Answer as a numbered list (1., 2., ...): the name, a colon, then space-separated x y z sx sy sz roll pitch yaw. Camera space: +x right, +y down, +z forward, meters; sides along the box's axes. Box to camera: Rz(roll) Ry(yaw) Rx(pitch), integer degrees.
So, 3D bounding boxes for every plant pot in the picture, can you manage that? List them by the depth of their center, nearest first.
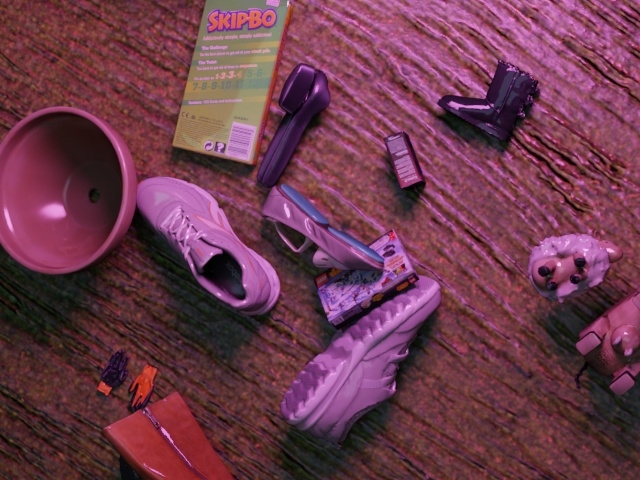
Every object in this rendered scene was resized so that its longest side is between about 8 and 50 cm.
1. plant pot: -0.353 -0.067 1.792 0.237 0.110 0.237 -1 87 21

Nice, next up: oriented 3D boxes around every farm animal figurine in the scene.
1. farm animal figurine: 0.475 0.096 1.614 0.327 0.172 0.330 -25 92 22

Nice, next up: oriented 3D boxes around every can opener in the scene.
1. can opener: -0.043 -0.162 1.772 0.073 0.059 0.186 22 104 -16

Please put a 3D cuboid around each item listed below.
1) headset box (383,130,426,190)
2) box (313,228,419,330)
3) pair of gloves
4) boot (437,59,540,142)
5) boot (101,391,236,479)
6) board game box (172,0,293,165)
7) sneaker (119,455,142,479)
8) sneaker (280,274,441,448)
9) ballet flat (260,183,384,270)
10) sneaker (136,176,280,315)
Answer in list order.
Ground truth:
1. headset box: 0.119 -0.106 1.732 0.032 0.062 0.083 -22 84 11
2. box: 0.062 0.054 1.730 0.137 0.027 0.094 -32 41 9
3. pair of gloves: -0.283 0.205 1.832 0.083 0.010 0.074 26 95 13
4. boot: 0.235 -0.202 1.720 0.121 0.045 0.099 27 96 3
5. boot: -0.199 0.357 1.692 0.280 0.264 0.096 52 131 6
6. board game box: -0.124 -0.248 1.798 0.124 0.039 0.259 14 94 11
7. sneaker: -0.234 0.396 1.755 0.086 0.132 0.228 -27 84 10
8. sneaker: 0.072 0.166 1.735 0.281 0.105 0.115 -46 116 2
9. ballet flat: 0.000 0.000 1.737 0.213 0.072 0.068 38 102 29
10. sneaker: -0.168 0.001 1.757 0.262 0.121 0.099 41 97 10
